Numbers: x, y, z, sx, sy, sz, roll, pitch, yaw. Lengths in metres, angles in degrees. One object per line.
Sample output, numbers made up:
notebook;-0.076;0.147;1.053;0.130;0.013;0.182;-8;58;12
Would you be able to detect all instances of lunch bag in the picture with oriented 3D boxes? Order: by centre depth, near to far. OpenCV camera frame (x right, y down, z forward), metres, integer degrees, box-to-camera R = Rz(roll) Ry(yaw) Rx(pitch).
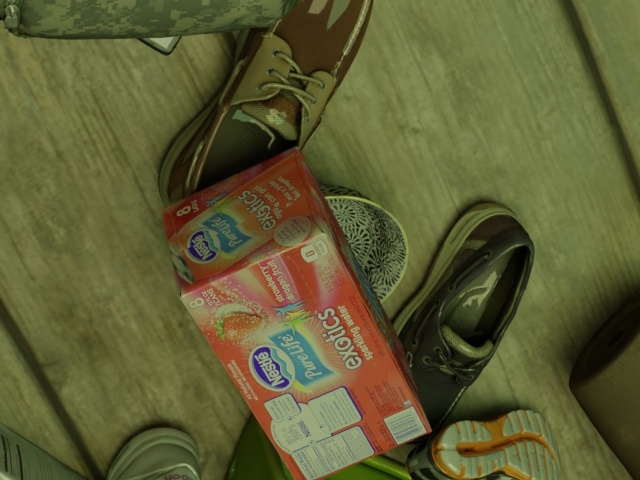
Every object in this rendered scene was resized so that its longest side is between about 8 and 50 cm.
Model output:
lunch bag;-0.162;-0.283;1.576;0.305;0.256;0.212;-6;110;-11

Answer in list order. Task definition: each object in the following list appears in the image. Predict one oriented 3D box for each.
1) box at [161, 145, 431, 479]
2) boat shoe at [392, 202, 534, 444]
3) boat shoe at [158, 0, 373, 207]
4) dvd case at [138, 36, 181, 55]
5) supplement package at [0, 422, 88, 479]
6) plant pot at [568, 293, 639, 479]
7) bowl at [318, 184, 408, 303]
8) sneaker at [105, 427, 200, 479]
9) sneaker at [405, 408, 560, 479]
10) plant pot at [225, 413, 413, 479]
box;-0.022;0.080;1.737;0.154;0.142;0.300;-25;130;6
boat shoe;0.143;0.099;1.896;0.103;0.092;0.285;21;104;-23
boat shoe;-0.041;-0.139;1.756;0.123;0.116;0.324;27;101;-21
dvd case;-0.205;-0.314;1.706;0.253;0.022;0.180;30;100;-21
supplement package;-0.363;0.261;1.809;0.244;0.134;0.139;37;97;-22
plant pot;0.400;0.178;1.921;0.229;0.263;0.263;41;96;-6
bowl;0.000;0.000;1.825;0.170;0.080;0.170;-6;129;-8
sneaker;-0.216;0.347;1.867;0.114;0.152;0.305;21;104;-22
sneaker;0.182;0.234;1.952;0.215;0.083;0.084;10;63;-42
plant pot;-0.006;0.348;1.884;0.227;0.228;0.207;25;107;-21
